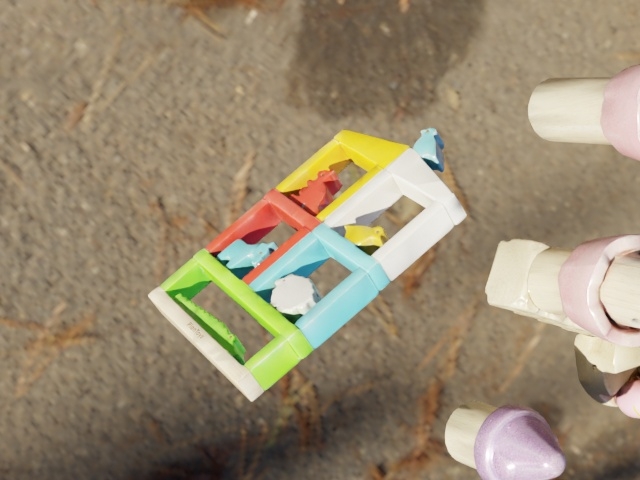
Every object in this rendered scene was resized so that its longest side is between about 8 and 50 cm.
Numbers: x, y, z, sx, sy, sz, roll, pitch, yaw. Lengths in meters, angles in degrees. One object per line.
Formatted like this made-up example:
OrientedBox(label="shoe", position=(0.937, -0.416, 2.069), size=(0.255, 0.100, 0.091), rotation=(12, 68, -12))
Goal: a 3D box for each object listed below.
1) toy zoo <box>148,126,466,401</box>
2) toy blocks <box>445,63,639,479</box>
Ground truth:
OrientedBox(label="toy zoo", position=(0.000, 0.000, 1.297), size=(0.293, 0.192, 0.030), rotation=(-41, 126, -10))
OrientedBox(label="toy blocks", position=(0.269, 0.075, 0.865), size=(0.289, 0.260, 0.308), rotation=(19, 86, -29))
